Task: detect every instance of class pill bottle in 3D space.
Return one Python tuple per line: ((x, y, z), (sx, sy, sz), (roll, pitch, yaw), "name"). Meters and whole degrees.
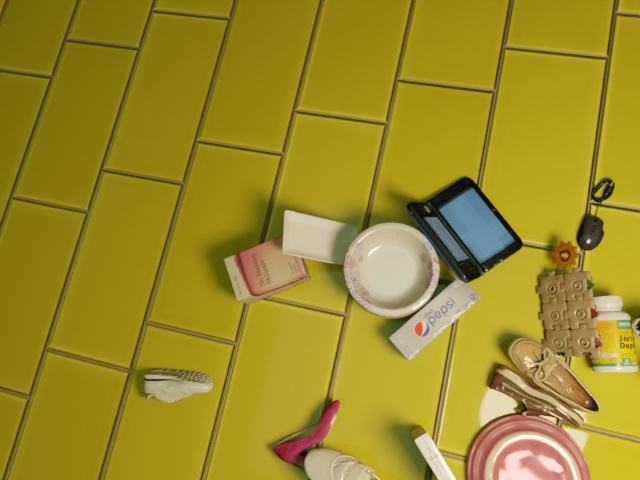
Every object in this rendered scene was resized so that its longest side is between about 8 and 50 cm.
((0.818, 0.265, 1.474), (0.118, 0.117, 0.208), (-3, 77, 9), "pill bottle")

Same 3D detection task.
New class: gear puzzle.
((0.718, 0.168, 1.513), (0.044, 0.175, 0.338), (6, 76, -33), "gear puzzle")

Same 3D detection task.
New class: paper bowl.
((0.217, 0.096, 1.597), (0.284, 0.148, 0.284), (-2, 77, 10), "paper bowl")

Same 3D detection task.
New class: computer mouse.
((0.845, -0.081, 1.587), (0.071, 0.041, 0.242), (20, 81, 14), "computer mouse")

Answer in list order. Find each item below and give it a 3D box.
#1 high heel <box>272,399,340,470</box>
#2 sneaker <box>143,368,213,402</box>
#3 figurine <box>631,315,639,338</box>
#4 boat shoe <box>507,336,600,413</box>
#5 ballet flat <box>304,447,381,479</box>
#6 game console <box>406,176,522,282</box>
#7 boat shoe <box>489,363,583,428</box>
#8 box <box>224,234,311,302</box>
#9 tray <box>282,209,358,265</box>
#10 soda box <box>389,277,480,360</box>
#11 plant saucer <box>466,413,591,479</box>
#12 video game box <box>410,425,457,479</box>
((-0.039, 0.565, 1.571), (0.117, 0.082, 0.244), (32, 97, 4), "high heel")
((-0.453, 0.471, 1.669), (0.235, 0.090, 0.094), (2, 91, 14), "sneaker")
((0.978, 0.294, 1.429), (0.209, 0.092, 0.214), (-5, 74, -33), "figurine")
((0.658, 0.375, 1.459), (0.285, 0.089, 0.104), (36, 89, 0), "boat shoe")
((0.141, 0.704, 1.458), (0.400, 0.139, 0.139), (36, 85, 7), "ballet flat")
((0.440, -0.043, 1.583), (0.173, 0.250, 0.293), (-43, 72, 25), "game console")
((0.605, 0.463, 1.484), (0.257, 0.095, 0.095), (32, 86, 27), "boat shoe")
((-0.167, 0.092, 1.673), (0.232, 0.127, 0.148), (-22, 75, 4), "box")
((0.000, 0.000, 1.644), (0.270, 0.030, 0.145), (12, 68, -27), "tray")
((0.341, 0.236, 1.571), (0.286, 0.098, 0.091), (-41, 76, -1), "soda box")
((0.578, 0.657, 1.445), (0.332, 0.084, 0.332), (-2, 76, 9), "plant saucer")
((0.319, 0.612, 1.436), (0.048, 0.205, 0.187), (-33, 75, -3), "video game box")
